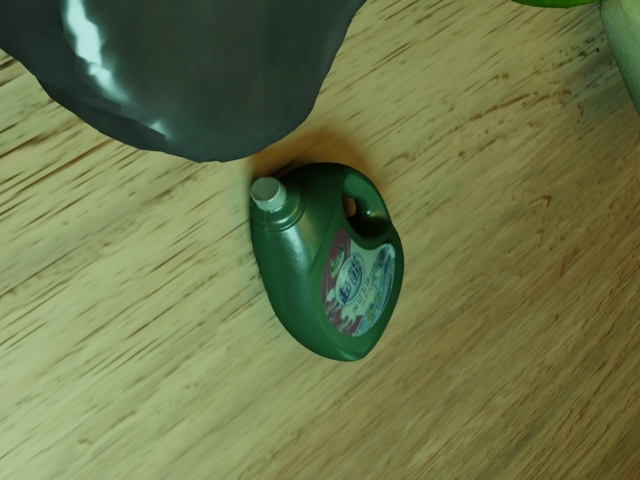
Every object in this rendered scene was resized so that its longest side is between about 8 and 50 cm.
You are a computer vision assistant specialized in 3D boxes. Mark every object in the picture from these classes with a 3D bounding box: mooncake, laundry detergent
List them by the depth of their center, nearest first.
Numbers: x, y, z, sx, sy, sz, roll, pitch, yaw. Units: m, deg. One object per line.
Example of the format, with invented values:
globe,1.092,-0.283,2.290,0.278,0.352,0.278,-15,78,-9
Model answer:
mooncake,-0.070,-0.259,0.930,0.381,0.212,0.350,-53,153,-19
laundry detergent,0.000,0.000,1.376,0.137,0.063,0.211,-64,148,-18

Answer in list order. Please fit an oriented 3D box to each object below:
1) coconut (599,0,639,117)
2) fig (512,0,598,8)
coconut,0.439,-0.234,1.778,0.352,0.353,0.352,-37,137,-46
fig,0.189,-0.293,1.451,0.235,0.203,0.203,-77,177,-75
